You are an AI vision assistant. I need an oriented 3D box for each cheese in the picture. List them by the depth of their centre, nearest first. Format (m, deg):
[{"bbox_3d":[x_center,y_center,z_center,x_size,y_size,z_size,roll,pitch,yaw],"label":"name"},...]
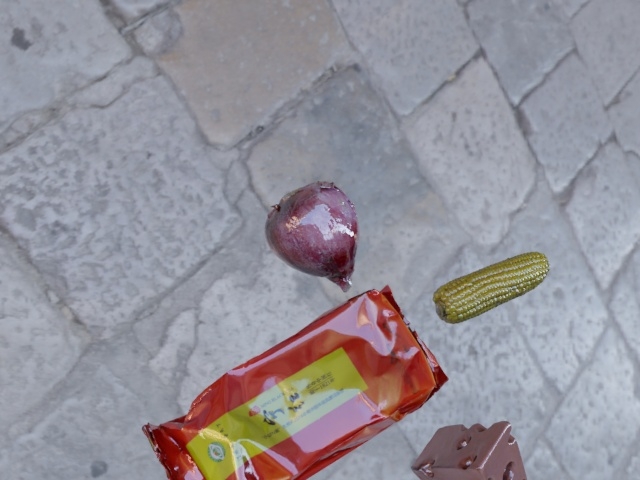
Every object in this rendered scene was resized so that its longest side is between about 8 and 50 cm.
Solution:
[{"bbox_3d":[0.261,0.412,1.332,0.128,0.177,0.202,-46,128,-32],"label":"cheese"}]

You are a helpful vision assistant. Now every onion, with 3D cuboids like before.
[{"bbox_3d":[0.000,0.000,1.219,0.159,0.159,0.195,-40,103,-35],"label":"onion"}]

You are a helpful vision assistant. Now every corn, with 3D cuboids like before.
[{"bbox_3d":[0.307,0.082,1.295,0.231,0.080,0.080,-20,98,-13],"label":"corn"}]

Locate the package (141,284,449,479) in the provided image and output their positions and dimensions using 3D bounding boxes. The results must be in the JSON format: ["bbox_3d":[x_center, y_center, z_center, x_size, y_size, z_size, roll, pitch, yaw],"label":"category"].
[{"bbox_3d":[-0.029,0.245,1.083,0.424,0.123,0.196,-30,69,-13],"label":"package"}]
